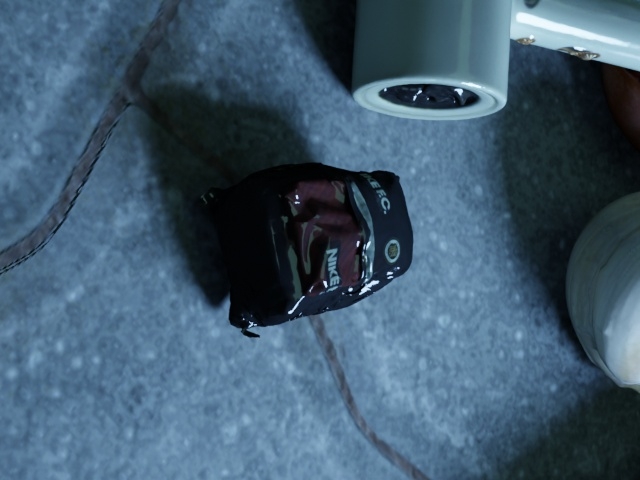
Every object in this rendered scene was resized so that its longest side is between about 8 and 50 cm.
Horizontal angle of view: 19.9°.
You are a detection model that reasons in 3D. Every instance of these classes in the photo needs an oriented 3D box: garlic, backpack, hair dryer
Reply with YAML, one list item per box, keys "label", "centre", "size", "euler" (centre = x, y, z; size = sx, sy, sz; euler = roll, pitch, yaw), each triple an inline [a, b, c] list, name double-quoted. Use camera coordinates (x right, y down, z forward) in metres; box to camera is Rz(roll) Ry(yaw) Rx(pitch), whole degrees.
- label: "garlic"
  centre: [0.317, 0.046, 1.639]
  size: [0.281, 0.185, 0.203]
  euler: [-23, 132, -61]
- label: "backpack"
  centre: [0.000, -0.004, 1.383]
  size: [0.165, 0.106, 0.120]
  euler: [-18, 94, -41]
- label: "hair dryer"
  centre: [0.194, -0.188, 1.539]
  size: [0.362, 0.128, 0.203]
  euler: [10, 77, -29]

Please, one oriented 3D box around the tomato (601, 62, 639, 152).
- label: "tomato"
  centre: [0.355, -0.133, 1.721]
  size: [0.228, 0.112, 0.199]
  euler: [29, 40, 0]
